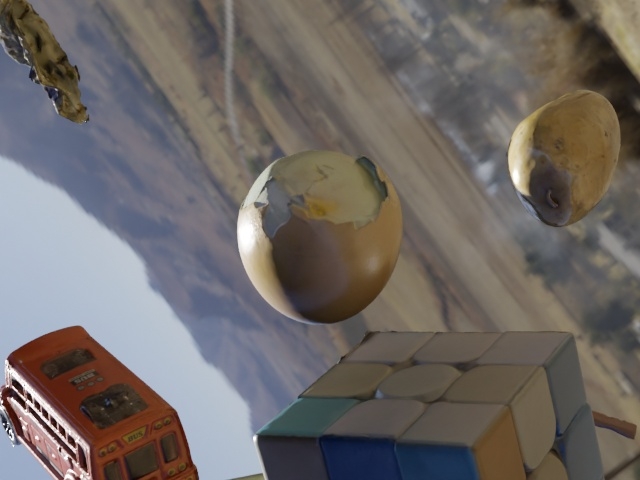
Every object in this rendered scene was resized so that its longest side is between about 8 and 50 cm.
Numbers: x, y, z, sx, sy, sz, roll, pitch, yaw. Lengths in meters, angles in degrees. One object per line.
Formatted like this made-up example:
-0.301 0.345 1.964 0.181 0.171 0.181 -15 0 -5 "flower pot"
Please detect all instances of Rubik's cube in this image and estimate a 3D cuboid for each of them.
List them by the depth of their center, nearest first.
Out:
0.169 0.342 1.650 0.346 0.347 0.344 -3 110 37 "Rubik's cube"

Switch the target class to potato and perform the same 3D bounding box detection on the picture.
0.242 -0.084 1.191 0.178 0.109 0.118 -48 -52 -53 "potato"

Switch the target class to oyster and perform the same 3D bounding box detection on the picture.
-0.517 -0.331 2.151 0.294 0.094 0.166 63 -175 -7 "oyster"

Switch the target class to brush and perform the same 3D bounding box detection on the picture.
0.417 0.295 2.085 0.301 0.084 0.071 18 174 -8 "brush"

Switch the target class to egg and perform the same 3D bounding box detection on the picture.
0.000 0.000 1.448 0.201 0.201 0.244 49 155 37 "egg"

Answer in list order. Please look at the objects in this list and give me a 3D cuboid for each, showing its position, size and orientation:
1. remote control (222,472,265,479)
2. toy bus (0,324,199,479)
-0.058 0.419 1.958 0.038 0.309 0.090 -23 75 50 "remote control"
-0.291 0.211 1.464 0.329 0.143 0.153 29 135 50 "toy bus"
